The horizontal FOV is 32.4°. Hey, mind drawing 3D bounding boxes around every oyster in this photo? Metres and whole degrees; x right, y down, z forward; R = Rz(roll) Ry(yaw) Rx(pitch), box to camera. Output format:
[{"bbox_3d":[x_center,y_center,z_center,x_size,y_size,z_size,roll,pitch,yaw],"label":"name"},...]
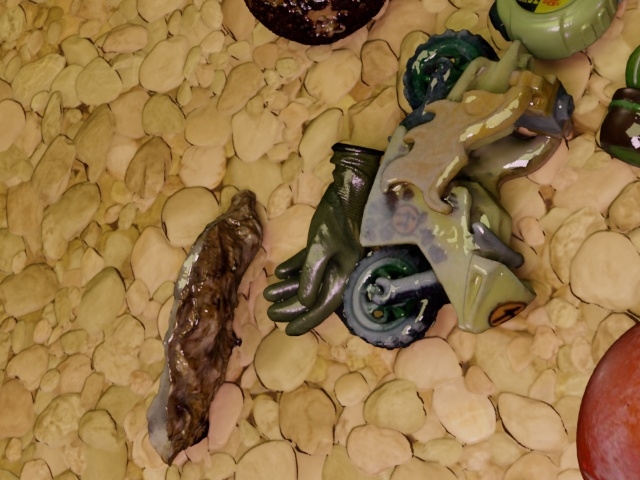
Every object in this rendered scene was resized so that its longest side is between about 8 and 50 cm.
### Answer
[{"bbox_3d":[-0.151,0.110,1.459,0.111,0.204,0.396,16,85,-6],"label":"oyster"}]

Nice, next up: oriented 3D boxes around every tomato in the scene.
[{"bbox_3d":[0.387,0.187,1.089,0.265,0.265,0.265,-8,72,27],"label":"tomato"}]

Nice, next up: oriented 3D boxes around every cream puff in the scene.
[{"bbox_3d":[-0.014,-0.395,1.529,0.239,0.165,0.239,-8,71,24],"label":"cream puff"}]

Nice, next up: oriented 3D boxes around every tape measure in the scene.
[{"bbox_3d":[0.293,-0.298,1.375,0.177,0.087,0.154,11,66,33],"label":"tape measure"}]

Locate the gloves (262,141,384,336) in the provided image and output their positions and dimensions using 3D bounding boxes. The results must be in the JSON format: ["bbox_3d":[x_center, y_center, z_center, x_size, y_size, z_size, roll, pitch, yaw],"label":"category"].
[{"bbox_3d":[0.014,0.002,1.425,0.107,0.135,0.268,27,97,6],"label":"gloves"}]

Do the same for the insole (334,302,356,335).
[{"bbox_3d":[0.023,0.073,1.465,0.045,0.002,0.135,-45,59,11],"label":"insole"}]

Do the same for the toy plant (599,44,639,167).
[{"bbox_3d":[0.391,-0.169,1.285,0.093,0.093,0.162,20,83,32],"label":"toy plant"}]

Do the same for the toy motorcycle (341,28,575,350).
[{"bbox_3d":[0.169,-0.059,1.328,0.237,0.169,0.410,10,80,29],"label":"toy motorcycle"}]
